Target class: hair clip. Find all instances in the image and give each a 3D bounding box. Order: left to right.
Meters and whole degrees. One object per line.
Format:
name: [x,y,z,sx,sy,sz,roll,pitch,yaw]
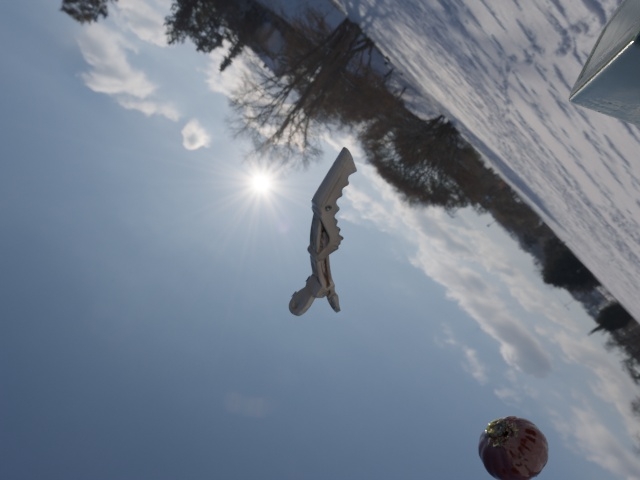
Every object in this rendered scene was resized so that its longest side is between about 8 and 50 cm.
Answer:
hair clip: [0.000,0.000,0.498,0.072,0.226,0.034,-9,-147,-23]

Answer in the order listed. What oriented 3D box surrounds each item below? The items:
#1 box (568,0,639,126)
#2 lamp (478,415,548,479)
box: [0.549,-0.221,0.512,0.344,0.177,0.352,26,-167,15]
lamp: [0.287,0.311,0.621,0.090,0.101,0.101,52,-158,-6]
